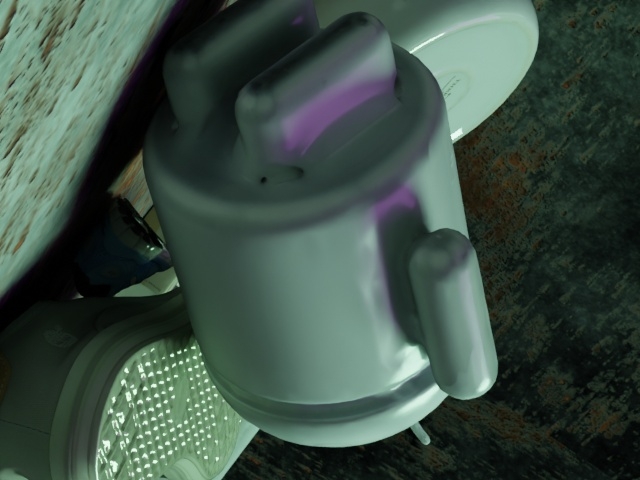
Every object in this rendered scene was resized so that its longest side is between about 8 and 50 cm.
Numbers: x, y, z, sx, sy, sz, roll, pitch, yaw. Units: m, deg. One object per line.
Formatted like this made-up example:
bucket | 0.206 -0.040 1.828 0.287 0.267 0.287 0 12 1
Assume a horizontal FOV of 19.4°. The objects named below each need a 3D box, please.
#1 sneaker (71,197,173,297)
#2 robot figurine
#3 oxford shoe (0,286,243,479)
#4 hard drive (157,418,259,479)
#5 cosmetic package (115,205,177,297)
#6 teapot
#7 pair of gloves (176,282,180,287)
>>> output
sneaker | -0.158 0.010 1.418 0.073 0.063 0.162 -40 174 -1
robot figurine | 0.000 0.000 1.266 0.200 0.300 0.353 -35 137 -23
oxford shoe | -0.144 0.107 1.409 0.449 0.130 0.169 -5 102 -75
hard drive | -0.191 0.203 2.057 0.040 0.203 0.307 -56 180 -37
cosmetic package | -0.148 0.010 1.725 0.115 0.060 0.041 -58 180 -39
teapot | 0.053 -0.191 1.665 0.256 0.187 0.252 -30 156 -7
pair of gloves | -0.124 -0.040 2.404 0.204 0.042 0.240 -56 -179 9
